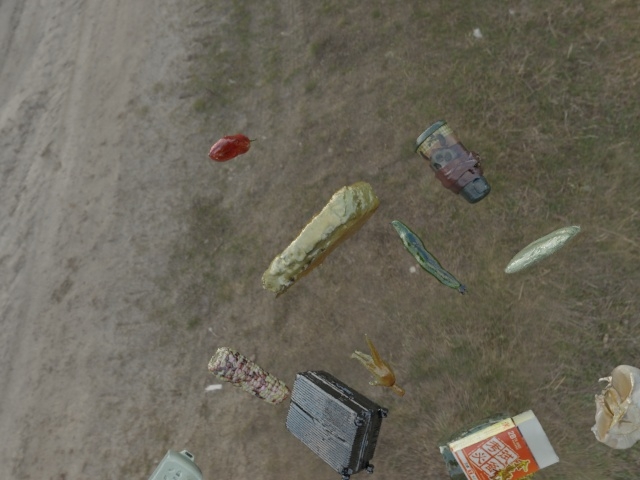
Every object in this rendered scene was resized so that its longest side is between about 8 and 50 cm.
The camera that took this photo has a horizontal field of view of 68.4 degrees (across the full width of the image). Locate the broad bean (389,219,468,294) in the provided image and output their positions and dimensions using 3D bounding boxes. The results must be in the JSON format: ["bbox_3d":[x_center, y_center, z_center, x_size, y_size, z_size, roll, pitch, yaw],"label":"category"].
[{"bbox_3d":[0.300,0.051,1.344,0.060,0.043,0.297,-33,72,-26],"label":"broad bean"}]

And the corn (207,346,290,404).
[{"bbox_3d":[-0.212,0.415,1.414,0.092,0.280,0.092,-43,22,22],"label":"corn"}]

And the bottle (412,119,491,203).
[{"bbox_3d":[0.418,-0.238,1.450,0.143,0.156,0.271,-38,83,-8],"label":"bottle"}]

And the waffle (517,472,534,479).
[{"bbox_3d":[0.633,0.724,1.576,0.193,0.197,0.070,0,29,14],"label":"waffle"}]

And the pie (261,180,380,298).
[{"bbox_3d":[0.000,0.000,1.041,0.339,0.339,0.083,-45,85,-5],"label":"pie"}]

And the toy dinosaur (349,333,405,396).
[{"bbox_3d":[0.114,0.230,0.844,0.126,0.162,0.039,32,61,9],"label":"toy dinosaur"}]

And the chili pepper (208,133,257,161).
[{"bbox_3d":[-0.213,-0.223,1.124,0.050,0.191,0.059,31,121,12],"label":"chili pepper"}]

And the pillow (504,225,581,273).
[{"bbox_3d":[0.879,0.030,1.866,0.274,0.280,0.076,-41,75,35],"label":"pillow"}]

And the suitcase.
[{"bbox_3d":[0.040,0.600,1.575,0.335,0.152,0.230,19,99,45],"label":"suitcase"}]

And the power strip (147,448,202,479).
[{"bbox_3d":[-0.243,0.389,0.597,0.027,0.060,0.253,-23,28,56],"label":"power strip"}]

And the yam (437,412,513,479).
[{"bbox_3d":[0.478,0.626,1.422,0.254,0.154,0.154,-20,58,-7],"label":"yam"}]

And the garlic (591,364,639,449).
[{"bbox_3d":[0.846,0.455,1.279,0.142,0.178,0.229,12,103,14],"label":"garlic"}]

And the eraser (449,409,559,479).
[{"bbox_3d":[0.471,0.545,1.209,0.230,0.157,0.038,-29,14,10],"label":"eraser"}]
